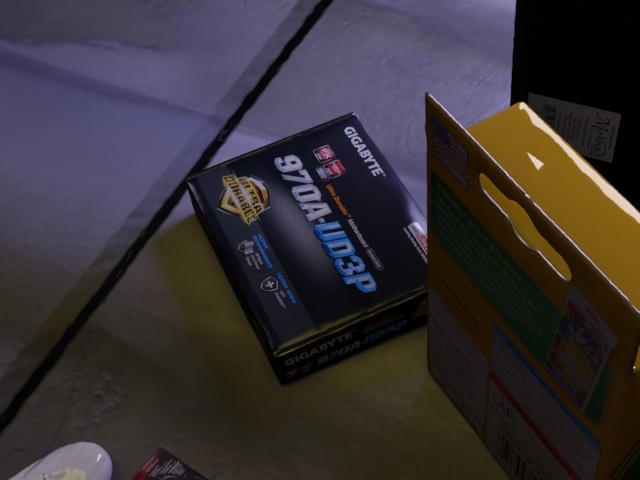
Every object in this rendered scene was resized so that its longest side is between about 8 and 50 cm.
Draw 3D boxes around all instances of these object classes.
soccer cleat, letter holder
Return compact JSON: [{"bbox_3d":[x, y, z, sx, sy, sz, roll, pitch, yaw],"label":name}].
[{"bbox_3d":[-0.241,0.214,0.813,0.196,0.076,0.068,-36,57,-20],"label":"soccer cleat"},{"bbox_3d":[0.264,-0.190,0.924,0.152,0.301,0.214,16,56,18],"label":"letter holder"}]

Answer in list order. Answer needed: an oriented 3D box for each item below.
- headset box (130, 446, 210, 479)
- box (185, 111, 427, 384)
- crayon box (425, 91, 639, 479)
[{"bbox_3d":[-0.115,0.203,0.835,0.083,0.032,0.062,27,59,25],"label":"headset box"},{"bbox_3d":[0.000,0.000,0.966,0.175,0.051,0.220,-22,53,-10],"label":"box"},{"bbox_3d":[0.158,0.057,0.732,0.083,0.323,0.203,-27,55,-14],"label":"crayon box"}]
